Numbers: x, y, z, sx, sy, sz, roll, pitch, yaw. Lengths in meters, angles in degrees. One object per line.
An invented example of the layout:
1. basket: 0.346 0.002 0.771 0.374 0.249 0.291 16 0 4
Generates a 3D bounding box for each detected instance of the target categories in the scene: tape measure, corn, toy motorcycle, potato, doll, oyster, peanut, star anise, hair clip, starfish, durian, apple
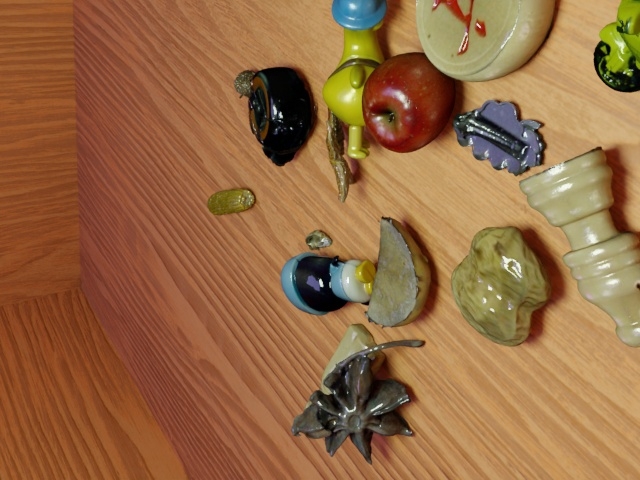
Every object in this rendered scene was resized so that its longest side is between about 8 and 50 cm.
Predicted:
1. tape measure: -0.108 -0.327 1.632 0.223 0.135 0.202 70 154 19
2. corn: -0.281 -0.121 2.006 0.238 0.080 0.080 -6 97 53
3. toy motorcycle: 0.493 -0.227 0.804 0.342 0.142 0.206 42 172 39
4. potato: 0.186 0.075 1.386 0.138 0.098 0.243 26 116 45
5. doll: 0.015 0.105 1.609 0.314 0.141 0.177 -8 125 44
6. oyster: 0.000 0.000 1.700 0.083 0.038 0.081 12 141 24
7. peanut: 0.325 0.079 1.176 0.197 0.110 0.233 54 140 37
8. star anise: 0.099 0.385 1.537 0.139 0.359 0.316 -95 -12 -61
9. hair clip: 0.314 -0.187 1.153 0.195 0.052 0.124 35 135 38
10. starfish: 0.037 -0.203 1.452 0.240 0.043 0.228 62 -162 -67
11. doll: 0.076 -0.360 1.336 0.199 0.145 0.363 -84 -5 -64
12. durian: -0.201 -0.427 1.778 0.091 0.080 0.080 -52 57 24
13. apple: 0.168 -0.261 1.224 0.181 0.168 0.181 26 129 37

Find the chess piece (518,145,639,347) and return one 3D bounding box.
1. chess piece: 0.434 0.021 1.010 0.138 0.124 0.307 -25 83 25

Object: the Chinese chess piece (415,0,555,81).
1. Chinese chess piece: 0.273 -0.396 1.091 0.249 0.103 0.250 21 116 51

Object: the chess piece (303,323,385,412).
1. chess piece: 0.066 0.357 1.660 0.137 0.137 0.301 44 123 38
